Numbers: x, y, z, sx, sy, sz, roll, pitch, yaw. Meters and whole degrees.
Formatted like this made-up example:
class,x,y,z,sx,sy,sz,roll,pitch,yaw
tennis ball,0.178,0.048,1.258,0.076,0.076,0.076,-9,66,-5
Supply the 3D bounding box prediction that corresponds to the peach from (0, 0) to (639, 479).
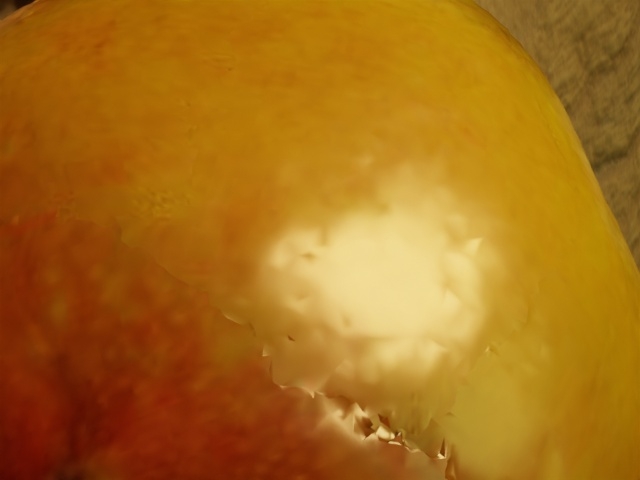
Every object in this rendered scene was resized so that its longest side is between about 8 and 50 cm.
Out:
class,x,y,z,sx,sy,sz,roll,pitch,yaw
peach,-0.015,0.045,0.785,0.373,0.289,0.373,60,14,-25
